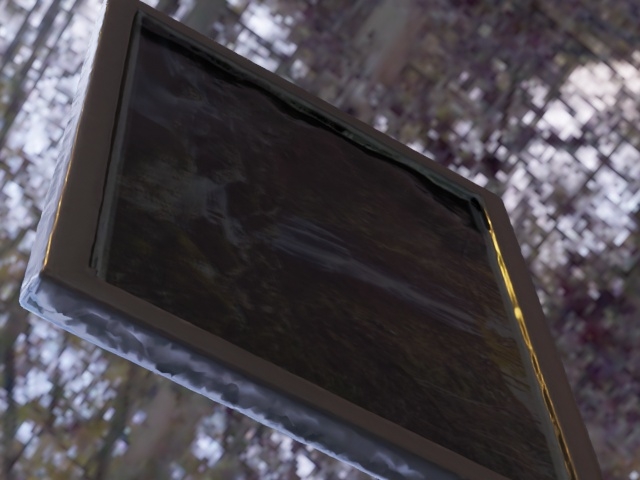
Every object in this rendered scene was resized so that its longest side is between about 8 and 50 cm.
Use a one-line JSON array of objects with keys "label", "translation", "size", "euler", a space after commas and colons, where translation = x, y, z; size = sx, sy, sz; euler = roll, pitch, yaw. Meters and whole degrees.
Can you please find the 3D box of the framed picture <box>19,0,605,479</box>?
[{"label": "framed picture", "translation": [0.000, 0.000, 0.687], "size": [0.240, 0.020, 0.324], "euler": [28, -160, -14]}]
